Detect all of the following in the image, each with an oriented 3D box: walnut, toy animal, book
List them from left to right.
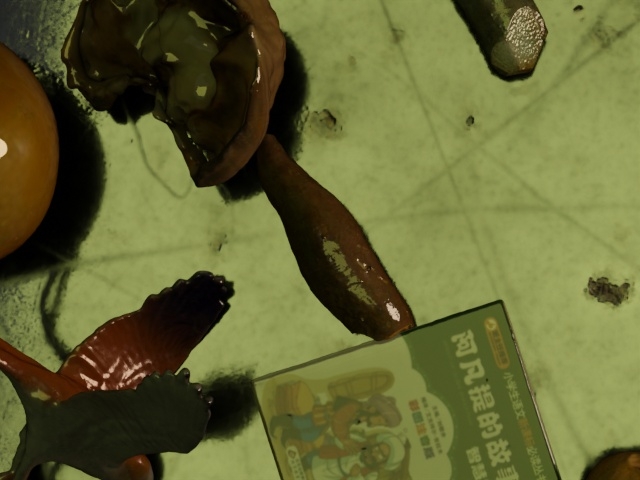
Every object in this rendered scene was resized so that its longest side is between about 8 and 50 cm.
[{"bbox_3d":[-0.259,0.142,1.821,0.284,0.225,0.302,21,117,-14],"label":"toy animal"},{"bbox_3d":[-0.117,-0.183,1.864,0.238,0.141,0.204,37,123,22],"label":"walnut"},{"bbox_3d":[0.085,0.193,1.891,0.264,0.027,0.202,-18,85,4],"label":"book"}]

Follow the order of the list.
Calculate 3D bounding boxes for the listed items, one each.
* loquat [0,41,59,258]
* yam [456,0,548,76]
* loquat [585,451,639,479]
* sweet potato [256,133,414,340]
[{"bbox_3d":[-0.382,-0.088,1.857,0.263,0.263,0.263,0,86,5],"label":"loquat"},{"bbox_3d":[0.173,-0.233,1.890,0.069,0.070,0.146,-29,83,3],"label":"yam"},{"bbox_3d":[0.310,0.263,1.826,0.137,0.113,0.137,-2,105,-7],"label":"loquat"},{"bbox_3d":[0.000,0.000,1.889,0.077,0.077,0.244,-36,85,2],"label":"sweet potato"}]
